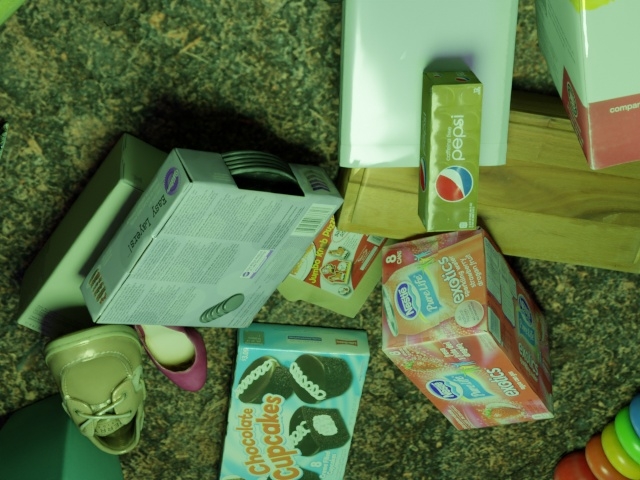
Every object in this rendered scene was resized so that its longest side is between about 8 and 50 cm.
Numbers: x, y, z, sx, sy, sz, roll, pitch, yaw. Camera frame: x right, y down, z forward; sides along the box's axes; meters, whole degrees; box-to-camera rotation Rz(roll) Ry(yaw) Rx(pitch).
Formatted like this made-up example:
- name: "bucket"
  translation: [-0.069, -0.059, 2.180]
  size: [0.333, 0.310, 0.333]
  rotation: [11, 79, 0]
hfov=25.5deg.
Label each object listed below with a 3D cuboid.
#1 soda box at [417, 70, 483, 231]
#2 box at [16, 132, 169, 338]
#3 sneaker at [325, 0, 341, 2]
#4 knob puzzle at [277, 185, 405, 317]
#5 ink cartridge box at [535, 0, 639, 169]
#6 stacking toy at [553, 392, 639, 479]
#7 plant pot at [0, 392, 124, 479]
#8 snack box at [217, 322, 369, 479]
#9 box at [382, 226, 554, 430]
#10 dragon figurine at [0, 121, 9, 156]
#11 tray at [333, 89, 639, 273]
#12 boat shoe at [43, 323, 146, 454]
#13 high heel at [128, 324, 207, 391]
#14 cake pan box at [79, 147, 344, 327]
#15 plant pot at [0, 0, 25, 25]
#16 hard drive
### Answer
- name: "soda box"
  translation: [0.150, -0.104, 1.648]
  size: [0.061, 0.058, 0.181]
  rotation: [-3, 112, -7]
- name: "box"
  translation: [-0.283, 0.003, 1.818]
  size: [0.094, 0.113, 0.275]
  rotation: [27, 123, -24]
- name: "sneaker"
  translation: [0.081, -0.370, 1.504]
  size: [0.315, 0.127, 0.182]
  rotation: [-46, 138, -6]
- name: "knob puzzle"
  translation: [0.000, 0.000, 1.883]
  size: [0.213, 0.030, 0.213]
  rotation: [-2, 122, -3]
- name: "ink cartridge box"
  translation: [0.318, -0.317, 1.499]
  size: [0.160, 0.279, 0.385]
  rotation: [-11, 128, 3]
- name: "stacking toy"
  translation: [0.476, 0.301, 2.102]
  size: [0.141, 0.141, 0.330]
  rotation: [29, 124, -24]
- name: "plant pot"
  translation: [-0.375, 0.337, 1.996]
  size: [0.165, 0.234, 0.165]
  rotation: [-23, 127, 15]
- name: "snack box"
  translation: [-0.045, 0.261, 2.071]
  size: [0.187, 0.060, 0.322]
  rotation: [4, 128, -7]
- name: "box"
  translation: [0.197, 0.123, 1.855]
  size: [0.142, 0.154, 0.300]
  rotation: [-11, 150, 21]
- name: "dragon figurine"
  translation: [-0.472, -0.091, 1.742]
  size: [0.144, 0.085, 0.289]
  rotation: [14, 122, -12]
- name: "tray"
  translation: [0.238, -0.084, 1.794]
  size: [0.411, 0.076, 0.203]
  rotation: [7, 120, -11]
- name: "boat shoe"
  translation: [-0.284, 0.201, 1.881]
  size: [0.121, 0.110, 0.341]
  rotation: [-15, 159, -4]
- name: "high heel"
  translation: [-0.208, 0.146, 1.930]
  size: [0.082, 0.117, 0.244]
  rotation: [-13, 128, 2]
- name: "cake pan box"
  translation: [-0.132, 0.002, 1.749]
  size: [0.246, 0.070, 0.267]
  rotation: [2, 136, -43]
- name: "plant pot"
  translation: [-0.354, -0.350, 1.459]
  size: [0.276, 0.276, 0.254]
  rotation: [28, 133, -24]
- name: "hard drive"
  translation: [0.126, -0.237, 1.644]
  size: [0.203, 0.040, 0.307]
  rotation: [-1, 113, -7]
